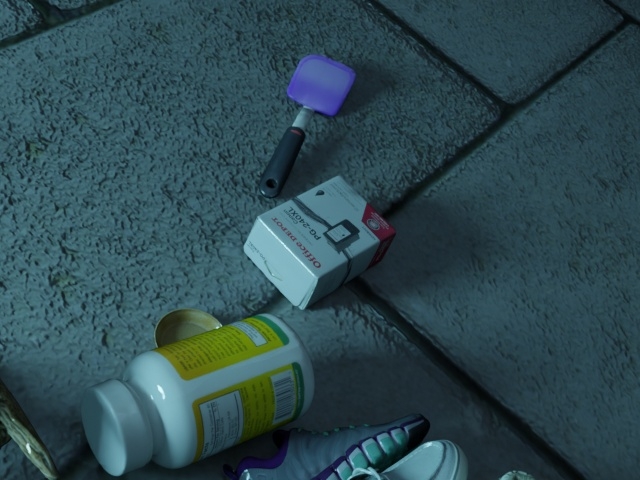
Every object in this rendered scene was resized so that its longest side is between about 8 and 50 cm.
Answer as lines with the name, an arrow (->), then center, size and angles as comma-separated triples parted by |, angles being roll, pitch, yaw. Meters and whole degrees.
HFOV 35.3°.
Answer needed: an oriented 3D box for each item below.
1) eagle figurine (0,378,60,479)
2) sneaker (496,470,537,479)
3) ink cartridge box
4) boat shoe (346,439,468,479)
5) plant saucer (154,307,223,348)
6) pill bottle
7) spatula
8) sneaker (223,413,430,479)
eagle figurine -> -0.401, 0.149, 0.791 | 0.298, 0.225, 0.226 | -28, 43, -27
sneaker -> 0.229, 0.385, 0.897 | 0.158, 0.182, 0.410 | -17, 60, -35
ink cartridge box -> 0.000, 0.000, 1.216 | 0.109, 0.063, 0.150 | 45, 47, 17
boat shoe -> 0.051, 0.260, 0.947 | 0.227, 0.079, 0.081 | -43, 116, -23
plant saucer -> -0.140, 0.111, 1.085 | 0.083, 0.015, 0.083 | 14, 47, -15
pill bottle -> -0.120, 0.153, 0.986 | 0.208, 0.117, 0.117 | -17, 60, -35
spatula -> -0.028, -0.157, 1.366 | 0.084, 0.030, 0.296 | 25, 45, -2
sneaker -> 0.012, 0.210, 1.025 | 0.224, 0.083, 0.098 | -22, 58, -37
